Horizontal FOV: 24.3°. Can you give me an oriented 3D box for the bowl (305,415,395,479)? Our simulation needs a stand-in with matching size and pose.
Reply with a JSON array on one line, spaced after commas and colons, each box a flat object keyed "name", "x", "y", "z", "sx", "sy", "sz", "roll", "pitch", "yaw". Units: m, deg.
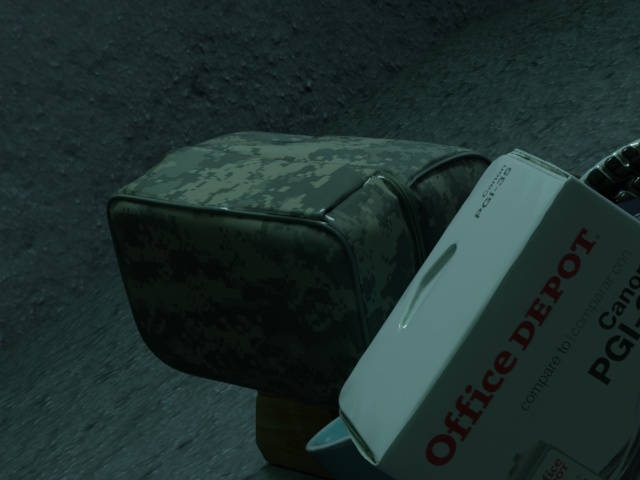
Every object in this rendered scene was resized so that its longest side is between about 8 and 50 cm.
[{"name": "bowl", "x": 0.163, "y": 0.148, "z": 1.111, "sx": 0.311, "sy": 0.163, "sz": 0.311, "roll": -29, "pitch": -2, "yaw": -1}]

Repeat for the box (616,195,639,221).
[{"name": "box", "x": 0.323, "y": 0.045, "z": 1.287, "sx": 0.093, "sy": 0.156, "sz": 0.158, "roll": -22, "pitch": 14, "yaw": 18}]

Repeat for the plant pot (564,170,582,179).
[{"name": "plant pot", "x": 0.204, "y": 0.012, "z": 1.627, "sx": 0.236, "sy": 0.236, "sz": 0.032, "roll": -25, "pitch": 55, "yaw": 7}]

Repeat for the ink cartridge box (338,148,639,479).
[{"name": "ink cartridge box", "x": 0.184, "y": 0.107, "z": 0.913, "sx": 0.207, "sy": 0.283, "sz": 0.117, "roll": -57, "pitch": 15, "yaw": 4}]

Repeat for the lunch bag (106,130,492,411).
[{"name": "lunch bag", "x": 0.000, "y": 0.000, "z": 1.380, "sx": 0.305, "sy": 0.212, "sz": 0.256, "roll": 8, "pitch": 35, "yaw": 36}]

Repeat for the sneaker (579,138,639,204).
[{"name": "sneaker", "x": 0.247, "y": 0.022, "z": 1.457, "sx": 0.330, "sy": 0.130, "sz": 0.147, "roll": -47, "pitch": 6, "yaw": 6}]

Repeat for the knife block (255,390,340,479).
[{"name": "knife block", "x": 0.042, "y": 0.193, "z": 1.479, "sx": 0.088, "sy": 0.242, "sz": 0.275, "roll": -32, "pitch": -31, "yaw": -25}]
